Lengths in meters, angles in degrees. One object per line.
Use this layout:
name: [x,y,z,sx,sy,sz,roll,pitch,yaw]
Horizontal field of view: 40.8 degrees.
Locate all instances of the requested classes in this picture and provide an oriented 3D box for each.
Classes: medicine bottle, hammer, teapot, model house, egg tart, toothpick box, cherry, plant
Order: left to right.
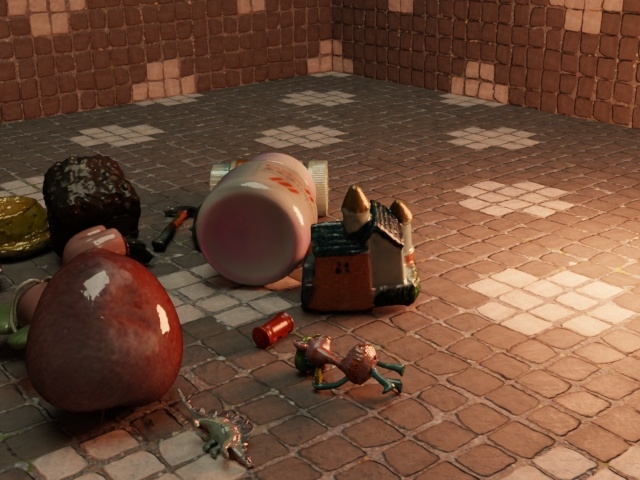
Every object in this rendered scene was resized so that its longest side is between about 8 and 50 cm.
egg tart: [-0.798,-0.035,2.178,0.288,0.118,0.288,-3,25,1]
plant: [-0.534,-0.039,2.060,0.215,0.213,0.312,-13,60,-27]
cherry: [-0.352,0.156,1.426,0.261,0.307,0.221,5,-16,-43]
hammer: [-0.390,-0.036,2.264,0.111,0.033,0.287,1,21,7]
teapot: [-0.267,-0.023,2.168,0.108,0.149,0.111,9,55,-26]
medicine bottle: [-0.133,-0.063,2.009,0.256,0.256,0.325,2,21,8]
medicine bottle: [-0.139,-0.143,2.357,0.318,0.158,0.158,-1,21,4]
toothpick box: [-0.094,0.175,1.675,0.047,0.047,0.083,13,26,32]
model house: [0.082,-0.005,1.778,0.253,0.291,0.184,-1,38,2]

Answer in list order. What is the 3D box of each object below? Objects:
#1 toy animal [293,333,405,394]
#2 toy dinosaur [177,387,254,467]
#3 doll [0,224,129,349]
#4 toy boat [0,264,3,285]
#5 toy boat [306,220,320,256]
toy animal: [0.043,0.225,1.506,0.208,0.100,0.103,13,64,27]
toy dinosaur: [-0.165,0.296,1.367,0.082,0.039,0.209,-16,36,-41]
doll: [-0.491,0.114,1.626,0.268,0.216,0.284,-23,19,-34]
toy boat: [-0.769,0.072,1.967,0.069,0.058,0.173,-14,18,-33]
toy boat: [0.000,0.000,2.119,0.077,0.057,0.200,1,20,-7]
